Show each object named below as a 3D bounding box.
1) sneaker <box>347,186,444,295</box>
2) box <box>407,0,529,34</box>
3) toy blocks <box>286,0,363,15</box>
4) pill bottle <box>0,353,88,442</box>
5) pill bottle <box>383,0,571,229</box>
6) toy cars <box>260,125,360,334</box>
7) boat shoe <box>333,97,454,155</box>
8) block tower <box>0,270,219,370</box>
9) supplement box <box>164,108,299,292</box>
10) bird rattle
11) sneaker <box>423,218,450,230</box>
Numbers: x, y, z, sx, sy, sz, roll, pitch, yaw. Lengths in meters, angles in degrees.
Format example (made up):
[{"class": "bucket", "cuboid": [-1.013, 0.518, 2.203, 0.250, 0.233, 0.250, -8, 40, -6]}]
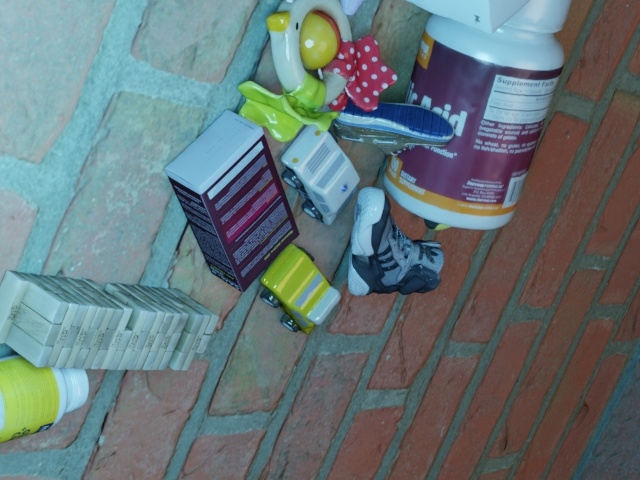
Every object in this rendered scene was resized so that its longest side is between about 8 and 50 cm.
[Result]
[{"class": "sneaker", "cuboid": [0.126, 0.005, 2.063, 0.268, 0.153, 0.101, 95, 0, -58]}, {"class": "box", "cuboid": [0.258, -0.482, 1.835, 0.345, 0.215, 0.168, -43, 145, -26]}, {"class": "toy blocks", "cuboid": [0.086, -0.399, 1.592, 0.309, 0.289, 0.260, -12, 118, -54]}, {"class": "pill bottle", "cuboid": [-0.381, 0.194, 1.588, 0.184, 0.103, 0.103, -10, 124, -51]}, {"class": "pill bottle", "cuboid": [0.251, -0.235, 2.019, 0.224, 0.224, 0.392, -16, 128, -49]}, {"class": "toy cars", "cuboid": [0.000, 0.000, 1.986, 0.176, 0.087, 0.393, -23, 133, -45]}, {"class": "boat shoe", "cuboid": [0.109, -0.168, 1.941, 0.066, 0.183, 0.066, -72, 174, -47]}, {"class": "block tower", "cuboid": [-0.277, 0.110, 1.677, 0.335, 0.097, 0.091, 11, 106, -56]}, {"class": "supplement box", "cuboid": [-0.118, -0.052, 1.788, 0.130, 0.073, 0.239, -46, 145, -22]}, {"class": "bird rattle", "cuboid": [0.005, -0.248, 1.762, 0.253, 0.143, 0.206, -36, 125, -39]}, {"class": "sneaker", "cuboid": [0.261, -0.066, 2.311, 0.208, 0.081, 0.094, -37, 144, -34]}]
